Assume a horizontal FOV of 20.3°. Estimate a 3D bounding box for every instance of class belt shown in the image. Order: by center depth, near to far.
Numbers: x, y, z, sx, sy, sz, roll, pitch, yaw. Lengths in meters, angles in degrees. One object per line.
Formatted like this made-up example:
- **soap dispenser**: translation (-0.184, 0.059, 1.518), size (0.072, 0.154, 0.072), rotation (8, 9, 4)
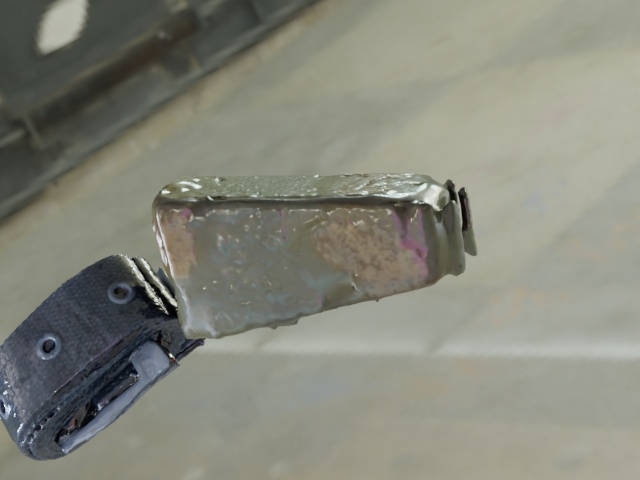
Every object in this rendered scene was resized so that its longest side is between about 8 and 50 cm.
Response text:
- **belt**: translation (-0.224, 0.126, 1.747), size (0.218, 0.128, 0.122), rotation (-41, -29, 12)

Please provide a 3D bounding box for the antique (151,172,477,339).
- **antique**: translation (0.000, 0.000, 1.667), size (0.284, 0.150, 0.125), rotation (-7, 15, 15)
